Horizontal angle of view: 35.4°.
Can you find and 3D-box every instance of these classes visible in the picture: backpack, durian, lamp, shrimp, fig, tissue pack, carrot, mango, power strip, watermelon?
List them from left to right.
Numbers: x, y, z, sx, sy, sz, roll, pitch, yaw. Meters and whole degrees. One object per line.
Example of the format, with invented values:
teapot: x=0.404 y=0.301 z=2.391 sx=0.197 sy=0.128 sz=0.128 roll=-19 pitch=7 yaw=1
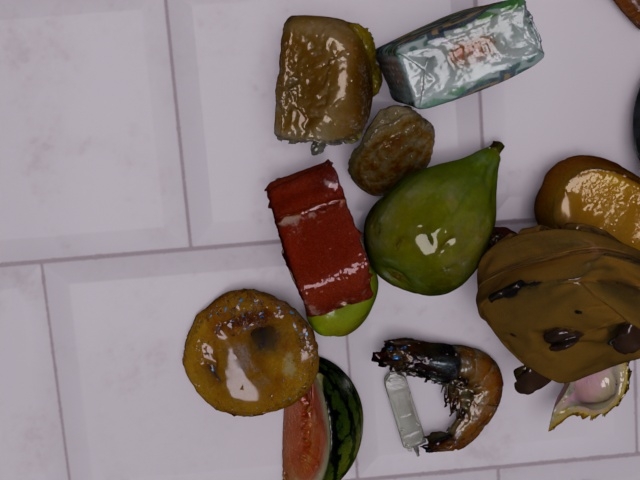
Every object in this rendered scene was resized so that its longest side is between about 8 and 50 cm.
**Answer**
watermelon: x=0.007 y=0.380 z=1.934 sx=0.159 sy=0.128 sz=0.303 roll=3 pitch=100 yaw=-3
mango: x=0.045 y=0.114 z=1.908 sx=0.163 sy=0.089 sz=0.117 roll=-40 pitch=99 yaw=4
power strip: x=0.168 y=0.342 z=1.984 sx=0.047 sy=0.030 sz=0.191 roll=-18 pitch=100 yaw=-2
shrimp: x=0.216 y=0.299 z=1.948 sx=0.290 sy=0.054 sz=0.222 roll=18 pitch=91 yaw=-17
fig: x=0.204 y=-0.057 z=1.834 sx=0.233 sy=0.233 sz=0.314 roll=15 pitch=89 yaw=-5
tissue pack: x=0.230 y=-0.320 z=1.728 sx=0.228 sy=0.311 sz=0.128 roll=-23 pitch=100 yaw=0
lamp: x=0.338 y=0.023 z=1.906 sx=0.101 sy=0.090 sz=0.101 roll=-7 pitch=65 yaw=15
backpack: x=0.444 y=0.118 z=1.778 sx=0.378 sy=0.201 sz=0.353 roll=26 pitch=142 yaw=-28
durian: x=0.509 y=0.288 z=1.960 sx=0.224 sy=0.078 sz=0.140 roll=-39 pitch=111 yaw=-11
carrot: x=0.557 y=-0.464 z=1.848 sx=0.060 sy=0.060 sz=0.186 roll=-37 pitch=105 yaw=4

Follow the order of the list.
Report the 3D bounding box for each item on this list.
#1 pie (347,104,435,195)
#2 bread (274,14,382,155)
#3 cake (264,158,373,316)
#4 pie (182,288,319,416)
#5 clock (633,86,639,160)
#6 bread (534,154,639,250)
pie: x=0.126 y=-0.166 z=1.837 sx=0.163 sy=0.079 sz=0.193 roll=-8 pitch=135 yaw=-33
bread: x=0.018 y=-0.269 z=1.781 sx=0.176 sy=0.195 sz=0.246 roll=10 pitch=103 yaw=10
cake: x=0.000 y=0.000 z=1.817 sx=0.151 sy=0.177 sz=0.283 roll=-22 pitch=68 yaw=2
pie: x=-0.131 y=0.214 z=1.907 sx=0.273 sy=0.069 sz=0.273 roll=1 pitch=96 yaw=11
clock: x=0.775 y=-0.215 z=1.856 sx=0.386 sy=0.076 sz=0.386 roll=0 pitch=89 yaw=-7
bread: x=0.533 y=-0.045 z=1.875 sx=0.269 sy=0.142 sz=0.195 roll=26 pitch=99 yaw=-9
